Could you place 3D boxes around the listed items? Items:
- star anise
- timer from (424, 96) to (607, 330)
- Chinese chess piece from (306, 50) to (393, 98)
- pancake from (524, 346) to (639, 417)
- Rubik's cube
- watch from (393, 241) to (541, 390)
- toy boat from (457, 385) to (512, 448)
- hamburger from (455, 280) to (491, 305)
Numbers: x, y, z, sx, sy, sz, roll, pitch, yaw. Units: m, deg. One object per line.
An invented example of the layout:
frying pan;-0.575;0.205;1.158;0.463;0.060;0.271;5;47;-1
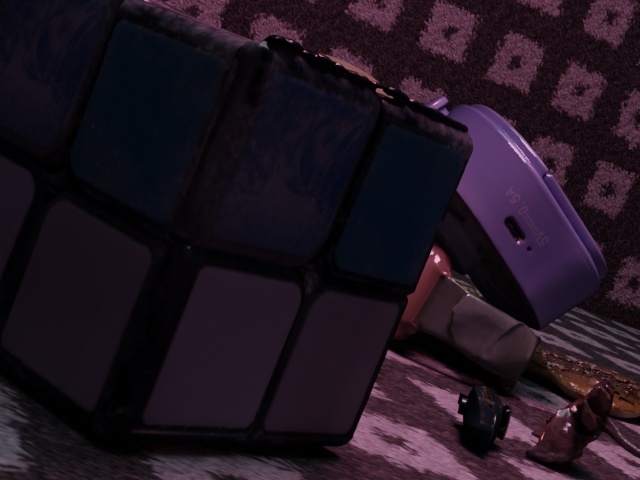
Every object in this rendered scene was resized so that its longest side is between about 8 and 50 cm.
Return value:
star anise;0.378;0.255;1.461;0.227;0.218;0.148;42;-27;14
timer;0.251;-0.043;1.923;0.395;0.173;0.395;56;-3;4
Chinese chess piece;-0.038;-0.063;1.558;0.349;0.349;0.146;23;22;11
pancake;0.447;0.237;2.108;0.282;0.049;0.282;21;6;-2
Rubik's cube;-0.113;-0.027;1.057;0.313;0.318;0.316;27;6;37
watch;0.204;0.116;1.845;0.241;0.162;0.253;30;0;-13
toy boat;0.185;0.201;1.388;0.060;0.055;0.141;16;5;3
hamburger;0.247;0.126;2.122;0.166;0.087;0.137;20;16;2
